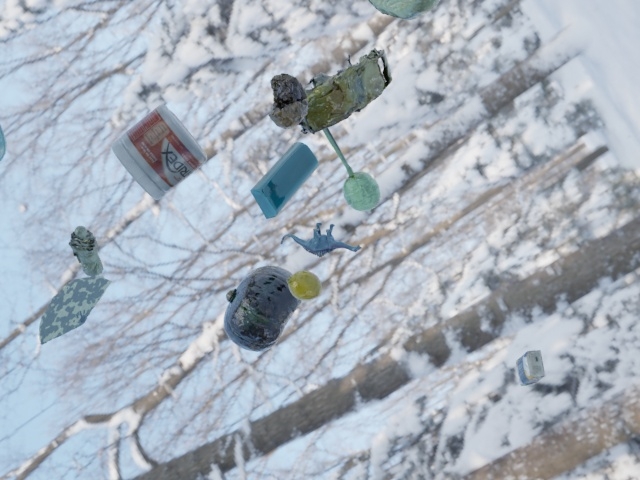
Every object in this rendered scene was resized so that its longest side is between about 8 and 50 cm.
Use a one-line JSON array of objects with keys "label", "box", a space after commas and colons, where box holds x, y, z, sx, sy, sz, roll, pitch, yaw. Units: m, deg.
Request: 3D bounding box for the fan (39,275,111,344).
[{"label": "fan", "box": [-0.632, 0.168, 2.015, 0.009, 0.240, 0.131, 23, 145, 36]}]

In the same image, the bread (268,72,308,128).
[{"label": "bread", "box": [-0.058, -0.269, 1.536, 0.082, 0.060, 0.113, 30, -131, -48]}]

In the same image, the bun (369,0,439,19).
[{"label": "bun", "box": [0.161, -0.512, 1.476, 0.118, 0.195, 0.195, -36, -88, -30]}]

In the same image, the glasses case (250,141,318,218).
[{"label": "glasses case", "box": [-0.111, -0.204, 2.596, 0.117, 0.070, 0.301, 60, -136, -24]}]

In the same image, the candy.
[{"label": "candy", "box": [0.054, -0.288, 2.505, 0.440, 0.119, 0.119, 59, -162, -9]}]

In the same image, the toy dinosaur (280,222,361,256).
[{"label": "toy dinosaur", "box": [0.000, 0.000, 1.865, 0.045, 0.197, 0.080, -68, -21, -57]}]

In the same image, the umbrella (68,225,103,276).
[{"label": "umbrella", "box": [-0.542, 0.024, 1.826, 0.067, 0.144, 0.062, 27, -131, 28]}]

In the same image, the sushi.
[{"label": "sushi", "box": [0.053, -0.381, 1.923, 0.131, 0.290, 0.139, 41, 157, 47]}]

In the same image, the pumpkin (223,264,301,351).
[{"label": "pumpkin", "box": [-0.209, 0.226, 2.694, 0.238, 0.315, 0.315, 31, -158, -5]}]

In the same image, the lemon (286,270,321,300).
[{"label": "lemon", "box": [-0.033, 0.092, 1.614, 0.083, 0.062, 0.062, 24, -147, -29]}]

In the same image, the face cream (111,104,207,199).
[{"label": "face cream", "box": [-0.440, -0.244, 2.171, 0.201, 0.187, 0.201, 51, 180, 1]}]

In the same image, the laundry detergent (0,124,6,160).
[{"label": "laundry detergent", "box": [-0.964, -0.219, 1.869, 0.287, 0.287, 0.305, 50, -131, -15]}]

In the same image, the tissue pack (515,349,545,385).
[{"label": "tissue pack", "box": [0.459, 0.280, 1.725, 0.083, 0.042, 0.062, 95, 169, -67]}]
